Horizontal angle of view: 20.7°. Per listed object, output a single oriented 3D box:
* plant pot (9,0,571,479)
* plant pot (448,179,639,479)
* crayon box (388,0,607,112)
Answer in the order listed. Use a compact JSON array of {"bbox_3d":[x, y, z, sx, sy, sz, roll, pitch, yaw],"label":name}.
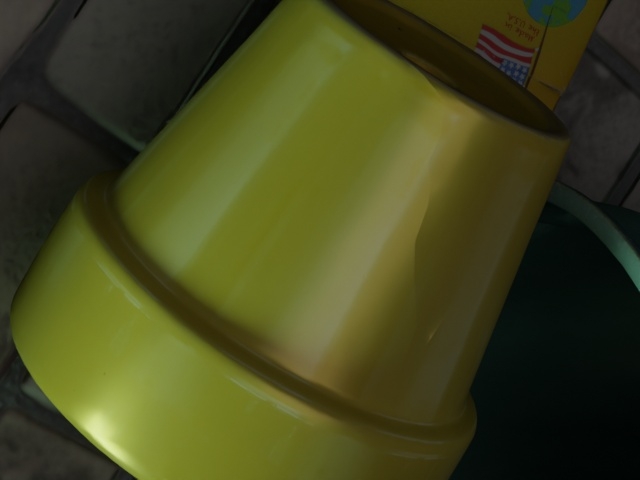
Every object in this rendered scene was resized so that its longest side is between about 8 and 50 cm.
[{"bbox_3d":[0.000,0.000,0.931,0.254,0.254,0.239,23,109,-30],"label":"plant pot"},{"bbox_3d":[0.225,0.134,1.086,0.334,0.341,0.341,3,102,-35],"label":"plant pot"},{"bbox_3d":[0.098,-0.228,1.047,0.202,0.081,0.319,25,91,-29],"label":"crayon box"}]
